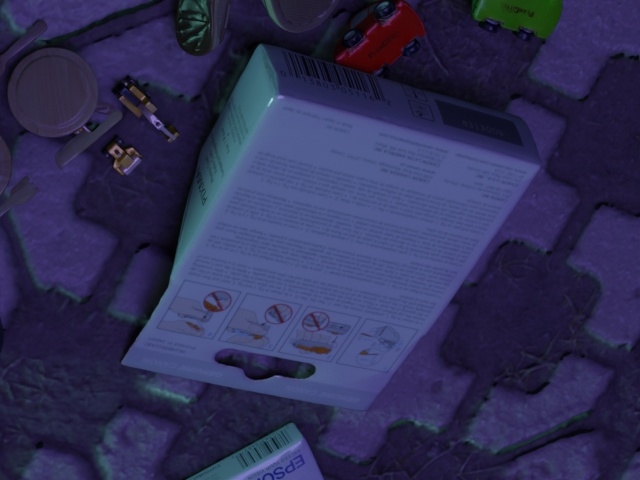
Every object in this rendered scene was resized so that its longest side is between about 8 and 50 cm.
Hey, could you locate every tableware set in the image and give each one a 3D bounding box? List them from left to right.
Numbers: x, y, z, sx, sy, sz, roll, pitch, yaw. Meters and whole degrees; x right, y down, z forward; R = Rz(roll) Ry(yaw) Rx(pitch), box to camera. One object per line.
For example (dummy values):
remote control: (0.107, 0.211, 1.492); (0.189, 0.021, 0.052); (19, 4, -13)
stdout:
tableware set: (-0.293, -0.103, 1.897); (0.194, 0.039, 0.128); (-40, 86, -6)

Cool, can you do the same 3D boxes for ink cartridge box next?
ink cartridge box: (-0.081, 0.341, 2.199); (0.223, 0.045, 0.224); (-29, 121, -8)
ink cartridge box: (0.000, 0.000, 2.060); (0.308, 0.091, 0.385); (13, 129, -27)

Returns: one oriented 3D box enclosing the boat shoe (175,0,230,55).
boat shoe: (-0.105, -0.254, 1.914); (0.056, 0.048, 0.153); (13, 111, 22)

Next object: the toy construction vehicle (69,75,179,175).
toy construction vehicle: (-0.196, -0.110, 1.948); (0.086, 0.035, 0.098); (-42, 122, 1)

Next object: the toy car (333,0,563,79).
toy car: (0.137, -0.251, 2.006); (0.225, 0.053, 0.239); (12, 109, -27)

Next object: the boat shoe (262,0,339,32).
boat shoe: (-0.034, -0.348, 1.862); (0.113, 0.103, 0.302); (-16, 118, -29)

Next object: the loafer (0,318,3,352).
loafer: (-0.405, 0.037, 1.916); (0.096, 0.084, 0.267); (-60, 138, -20)
